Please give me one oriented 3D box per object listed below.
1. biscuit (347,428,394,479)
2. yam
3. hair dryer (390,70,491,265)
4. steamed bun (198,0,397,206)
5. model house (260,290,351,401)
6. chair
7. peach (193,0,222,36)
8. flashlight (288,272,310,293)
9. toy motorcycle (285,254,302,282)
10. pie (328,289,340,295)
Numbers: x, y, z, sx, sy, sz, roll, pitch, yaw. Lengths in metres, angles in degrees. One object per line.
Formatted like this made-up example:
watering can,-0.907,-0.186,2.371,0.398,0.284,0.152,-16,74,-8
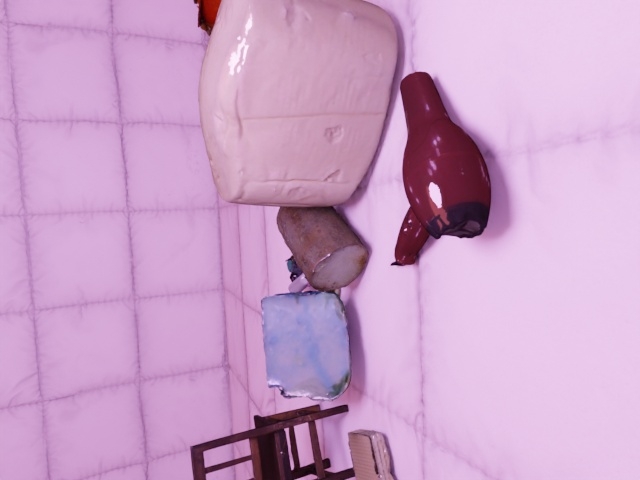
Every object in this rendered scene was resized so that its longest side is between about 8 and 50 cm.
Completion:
biscuit,0.132,0.575,0.967,0.150,0.052,0.252,128,134,-61
yam,0.000,0.000,1.038,0.268,0.161,0.161,-125,38,-50
hair dryer,0.170,-0.079,0.754,0.340,0.123,0.313,102,164,-55
steamed bun,-0.076,-0.301,0.900,0.290,0.371,0.456,-119,37,-45
model house,-0.010,0.266,1.123,0.241,0.225,0.261,17,-112,-75
chair,-0.138,0.582,1.123,0.240,0.416,0.203,140,122,-61
peach,-0.218,-0.762,1.170,0.416,0.353,0.339,-5,70,43
flashlight,-0.044,0.120,1.238,0.047,0.093,0.200,50,148,3
toy motorcycle,-0.070,0.062,1.329,0.173,0.058,0.100,114,150,-45
pie,0.031,0.133,1.159,0.085,0.017,0.085,176,90,-66
